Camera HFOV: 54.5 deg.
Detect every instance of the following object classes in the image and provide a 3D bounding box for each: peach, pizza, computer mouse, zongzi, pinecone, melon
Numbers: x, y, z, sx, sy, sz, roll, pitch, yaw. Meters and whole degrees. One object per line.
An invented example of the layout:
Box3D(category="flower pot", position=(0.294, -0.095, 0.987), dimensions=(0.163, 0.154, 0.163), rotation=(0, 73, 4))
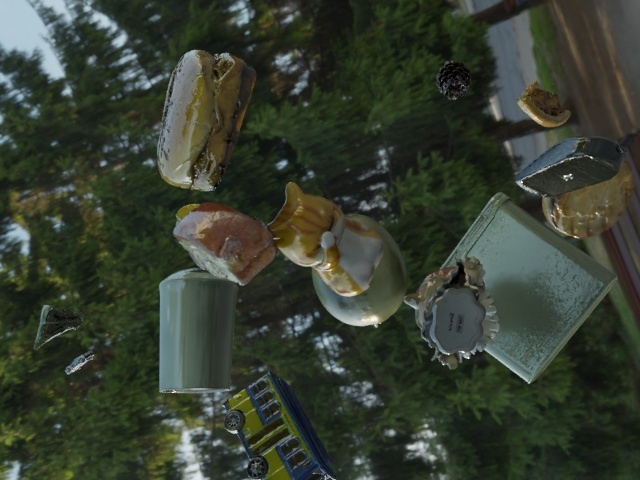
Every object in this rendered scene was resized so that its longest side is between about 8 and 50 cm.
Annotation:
Box3D(category="peach", position=(-0.359, -0.045, 1.859), dimensions=(0.118, 0.151, 0.151), rotation=(-14, -97, -51))
Box3D(category="pizza", position=(0.727, -0.437, 2.013), dimensions=(0.271, 0.056, 0.134), rotation=(18, -103, -36))
Box3D(category="computer mouse", position=(0.669, -0.206, 1.669), dimensions=(0.168, 0.295, 0.087), rotation=(19, -115, -28))
Box3D(category="zongzi", position=(-0.683, 0.237, 1.624), dimensions=(0.109, 0.055, 0.119), rotation=(23, -113, -41))
Box3D(category="pinecone", position=(0.281, -0.338, 1.314), dimensions=(0.077, 0.077, 0.083), rotation=(61, -149, -26))
Box3D(category="melon", position=(0.101, 0.084, 1.651), dimensions=(0.308, 0.271, 0.272), rotation=(57, -165, 6))

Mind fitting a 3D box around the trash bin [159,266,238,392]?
Box3D(category="trash bin", position=(-0.433, 0.309, 2.180), dimensions=(0.280, 0.280, 0.432), rotation=(35, -129, -63))

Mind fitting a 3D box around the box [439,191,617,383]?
Box3D(category="box", position=(0.492, 0.120, 1.564), dimensions=(0.344, 0.352, 0.177), rotation=(40, -168, 26))

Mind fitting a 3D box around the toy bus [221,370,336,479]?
Box3D(category="toy bus", position=(-0.103, 0.485, 1.504), dimensions=(0.288, 0.175, 0.138), rotation=(54, 175, 35))

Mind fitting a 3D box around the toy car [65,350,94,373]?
Box3D(category="toy car", position=(-0.639, 0.323, 1.641), dimensions=(0.025, 0.093, 0.041), rotation=(57, -164, 8))

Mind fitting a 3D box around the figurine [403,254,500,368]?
Box3D(category="figurine", position=(0.241, 0.124, 1.186), dimensions=(0.387, 0.166, 0.207), rotation=(-22, -62, -84))

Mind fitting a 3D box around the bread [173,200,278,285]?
Box3D(category="bread", position=(-0.188, 0.005, 1.248), dimensions=(0.190, 0.123, 0.244), rotation=(45, 162, -17))

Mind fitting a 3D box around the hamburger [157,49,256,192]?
Box3D(category="hamburger", position=(-0.249, -0.259, 1.346), dimensions=(0.284, 0.174, 0.305), rotation=(-165, 85, -68))

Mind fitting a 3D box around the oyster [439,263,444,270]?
Box3D(category="oyster", position=(0.376, 0.130, 1.837), dimensions=(0.108, 0.053, 0.166), rotation=(57, -162, -50))

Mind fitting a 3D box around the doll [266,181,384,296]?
Box3D(category="doll", position=(0.018, 0.006, 1.339), dimensions=(0.269, 0.162, 0.167), rotation=(40, -115, -37))

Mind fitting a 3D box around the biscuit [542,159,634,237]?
Box3D(category="biscuit", position=(0.826, -0.151, 1.930), dimensions=(0.296, 0.296, 0.102), rotation=(60, 180, -30))
